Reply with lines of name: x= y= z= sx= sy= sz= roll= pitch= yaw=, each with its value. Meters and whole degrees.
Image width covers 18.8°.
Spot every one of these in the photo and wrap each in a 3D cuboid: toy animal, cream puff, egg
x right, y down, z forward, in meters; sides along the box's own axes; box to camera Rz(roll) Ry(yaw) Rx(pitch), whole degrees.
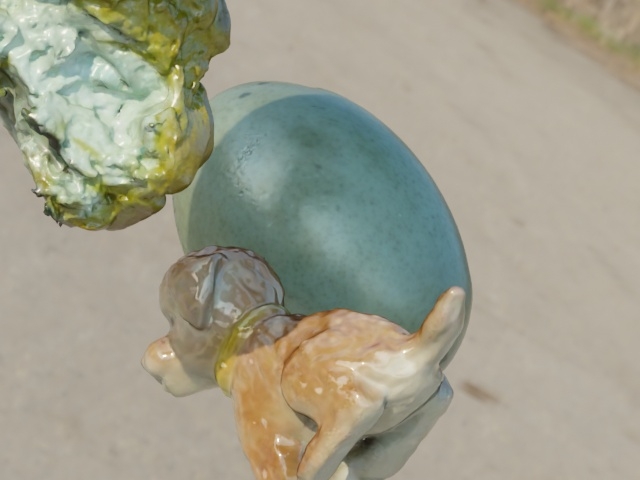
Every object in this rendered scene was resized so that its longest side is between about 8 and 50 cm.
toy animal: x=-0.010 y=0.045 z=1.086 sx=0.104 sy=0.184 sz=0.185 roll=2 pitch=37 yaw=-42
cream puff: x=-0.107 y=-0.085 z=0.946 sx=0.156 sy=0.156 sz=0.121 roll=28 pitch=17 yaw=0
egg: x=0.000 y=0.000 z=1.273 sx=0.236 sy=0.169 sz=0.169 roll=57 pitch=16 yaw=1
